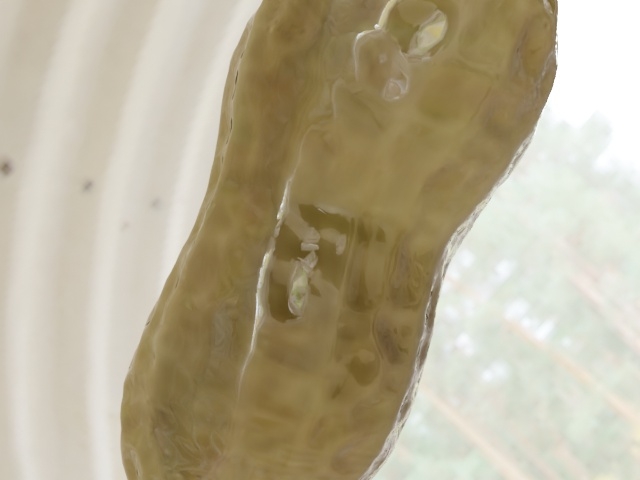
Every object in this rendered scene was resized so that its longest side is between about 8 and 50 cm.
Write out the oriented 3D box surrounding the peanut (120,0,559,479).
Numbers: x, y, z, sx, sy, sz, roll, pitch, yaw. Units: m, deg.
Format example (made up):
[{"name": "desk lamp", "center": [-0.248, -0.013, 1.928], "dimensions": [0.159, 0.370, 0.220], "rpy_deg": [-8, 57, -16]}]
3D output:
[{"name": "peanut", "center": [0.000, 0.000, 0.787], "dimensions": [0.136, 0.120, 0.298], "rpy_deg": [-108, 40, -77]}]
